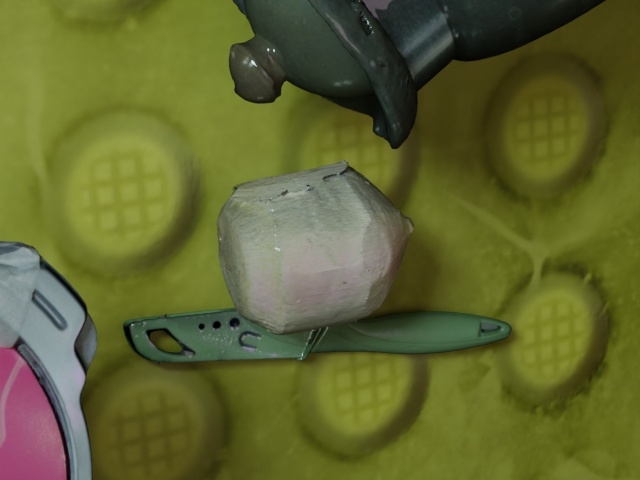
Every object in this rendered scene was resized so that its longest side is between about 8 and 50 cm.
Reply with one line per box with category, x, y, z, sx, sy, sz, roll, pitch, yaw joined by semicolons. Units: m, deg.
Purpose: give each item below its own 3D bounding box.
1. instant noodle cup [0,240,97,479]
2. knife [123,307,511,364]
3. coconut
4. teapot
instant noodle cup;-0.265;0.110;0.695;0.302;0.181;0.258;-34;113;-17
knife;0.007;0.060;0.917;0.293;0.020;0.043;-1;103;-26
coconut;0.000;0.000;0.854;0.124;0.110;0.110;-13;107;-17
teapot;0.054;-0.187;0.748;0.285;0.305;0.223;-44;81;-5
